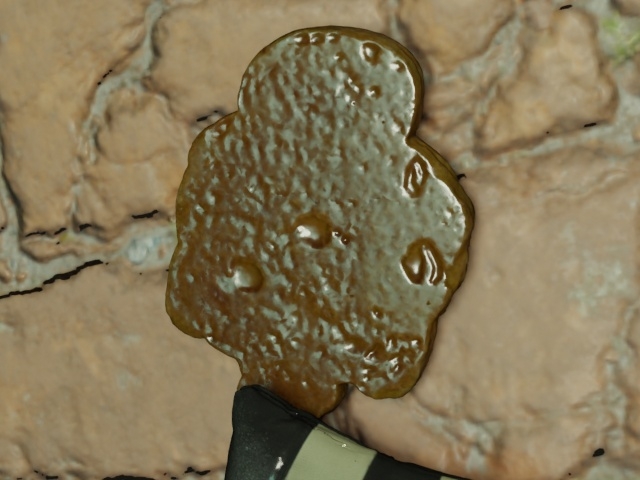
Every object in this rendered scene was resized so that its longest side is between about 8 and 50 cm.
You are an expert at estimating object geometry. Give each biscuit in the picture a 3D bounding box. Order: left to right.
[{"bbox_3d":[0.000,0.000,0.828,0.208,0.041,0.290,14,102,18],"label":"biscuit"}]

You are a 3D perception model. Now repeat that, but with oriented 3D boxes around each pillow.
[{"bbox_3d":[0.038,0.216,0.793,0.249,0.106,0.186,19,106,14],"label":"pillow"}]
